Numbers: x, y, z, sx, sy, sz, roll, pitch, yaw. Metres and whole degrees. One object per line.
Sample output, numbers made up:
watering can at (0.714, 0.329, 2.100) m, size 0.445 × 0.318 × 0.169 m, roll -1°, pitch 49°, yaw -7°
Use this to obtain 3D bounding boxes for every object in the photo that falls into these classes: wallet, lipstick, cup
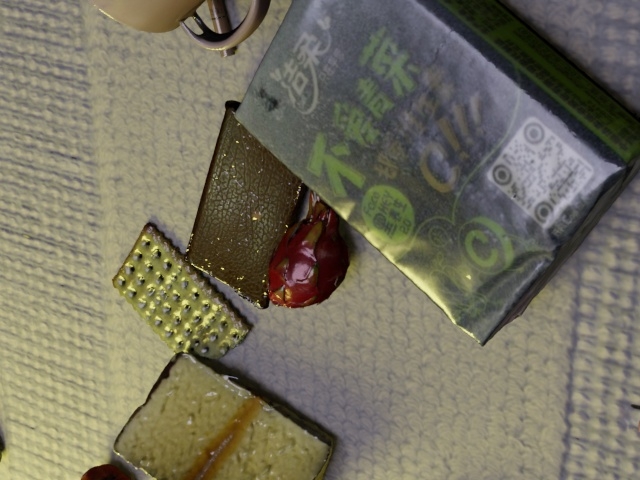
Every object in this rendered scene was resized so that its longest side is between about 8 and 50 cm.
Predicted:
wallet at (-0.087, -0.043, 1.748) m, size 0.133 × 0.039 × 0.243 m, roll 28°, pitch 124°, yaw 15°
lipstick at (-0.121, -0.264, 1.684) m, size 0.019 × 0.019 × 0.094 m, roll -4°, pitch 108°, yaw 37°
cup at (-0.143, -0.336, 1.561) m, size 0.200 × 0.191 × 0.253 m, roll -34°, pitch 93°, yaw 37°

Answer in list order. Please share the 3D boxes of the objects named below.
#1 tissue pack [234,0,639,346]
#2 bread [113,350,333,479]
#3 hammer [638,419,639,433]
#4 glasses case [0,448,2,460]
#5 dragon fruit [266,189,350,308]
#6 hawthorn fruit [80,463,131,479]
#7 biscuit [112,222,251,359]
tissue pack at (0.120, -0.122, 1.508) m, size 0.394 × 0.124 × 0.288 m, roll 42°, pitch 127°, yaw 14°
bread at (-0.122, 0.273, 1.862) m, size 0.266 × 0.142 × 0.178 m, roll 31°, pitch 88°, yaw 18°
hammer at (0.379, 0.223, 1.540) m, size 0.052 × 0.031 × 0.083 m, roll -5°, pitch 118°, yaw 40°
glasses case at (-0.596, 0.215, 2.203) m, size 0.131 × 0.074 × 0.323 m, roll -4°, pitch 108°, yaw 38°
dragon fruit at (0.000, 0.000, 1.679) m, size 0.094 × 0.094 × 0.190 m, roll 31°, pitch 108°, yaw 21°
hawthorn fruit at (-0.317, 0.376, 2.075) m, size 0.081 × 0.081 × 0.093 m, roll 39°, pitch 130°, yaw 15°
biscuit at (-0.191, 0.086, 1.893) m, size 0.203 × 0.016 × 0.144 m, roll 47°, pitch 129°, yaw 11°
